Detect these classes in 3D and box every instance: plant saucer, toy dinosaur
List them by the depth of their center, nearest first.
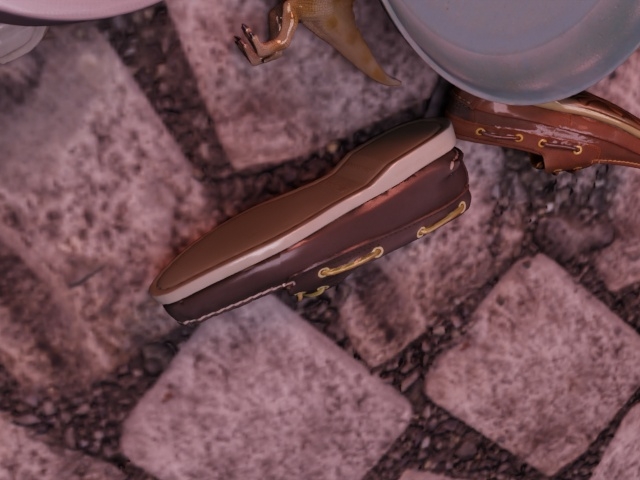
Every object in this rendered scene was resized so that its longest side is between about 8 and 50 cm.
[{"bbox_3d":[0.130,-0.242,0.587,0.317,0.044,0.317,-13,113,-34],"label":"plant saucer"},{"bbox_3d":[-0.009,-0.145,0.599,0.092,0.053,0.183,-36,119,-7],"label":"toy dinosaur"}]

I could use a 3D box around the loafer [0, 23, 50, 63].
[{"bbox_3d":[-0.291,-0.088,0.484,0.319,0.112,0.111,-31,113,-16],"label":"loafer"}]

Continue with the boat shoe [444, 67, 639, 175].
[{"bbox_3d":[0.167,-0.078,0.693,0.178,0.064,0.060,15,112,-18],"label":"boat shoe"}]

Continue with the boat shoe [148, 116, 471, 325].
[{"bbox_3d":[0.000,0.000,0.643,0.228,0.081,0.068,-30,114,-12],"label":"boat shoe"}]

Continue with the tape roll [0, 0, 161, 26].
[{"bbox_3d":[-0.128,-0.209,0.443,0.219,0.072,0.219,-4,99,-26],"label":"tape roll"}]
